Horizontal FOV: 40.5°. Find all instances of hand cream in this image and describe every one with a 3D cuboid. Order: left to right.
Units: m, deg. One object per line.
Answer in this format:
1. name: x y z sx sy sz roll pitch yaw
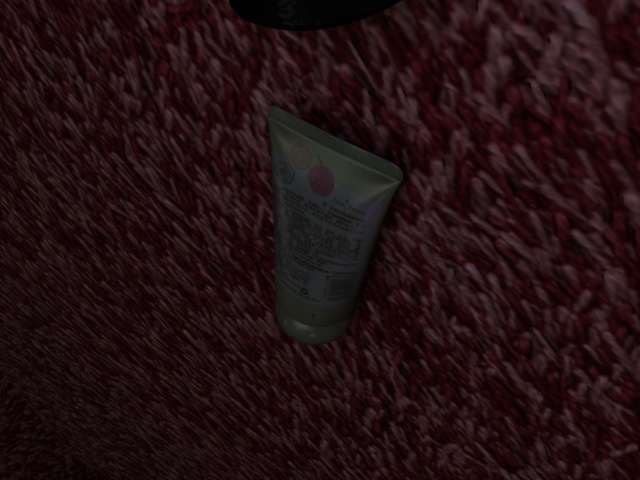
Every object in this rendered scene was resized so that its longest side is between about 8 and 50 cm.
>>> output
1. hand cream: 0.000 0.000 0.907 0.147 0.093 0.305 29 146 17

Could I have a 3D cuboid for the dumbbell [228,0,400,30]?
1. dumbbell: -0.014 -0.257 0.530 0.153 0.152 0.218 18 143 33
